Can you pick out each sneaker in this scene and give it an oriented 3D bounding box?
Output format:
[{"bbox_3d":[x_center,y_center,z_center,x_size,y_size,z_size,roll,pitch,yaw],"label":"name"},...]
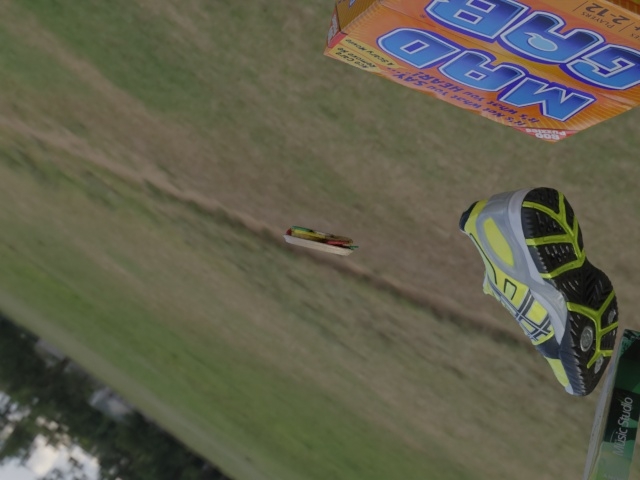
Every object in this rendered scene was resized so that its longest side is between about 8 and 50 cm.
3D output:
[{"bbox_3d":[0.334,0.073,1.606,0.147,0.145,0.385,5,131,43],"label":"sneaker"}]

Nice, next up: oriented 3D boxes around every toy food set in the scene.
[{"bbox_3d":[0.000,0.000,1.180,0.083,0.020,0.082,13,-179,-8],"label":"toy food set"}]

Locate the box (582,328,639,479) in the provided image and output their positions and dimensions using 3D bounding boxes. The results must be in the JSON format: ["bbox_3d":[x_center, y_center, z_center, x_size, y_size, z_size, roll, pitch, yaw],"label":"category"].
[{"bbox_3d":[0.496,0.345,1.831,0.058,0.322,0.232,13,140,12],"label":"box"}]

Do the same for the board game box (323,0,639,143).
[{"bbox_3d":[0.263,-0.379,1.302,0.356,0.356,0.356,18,164,-18],"label":"board game box"}]
